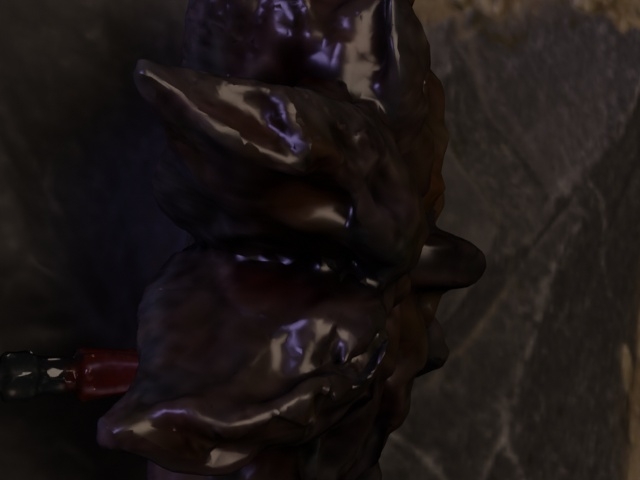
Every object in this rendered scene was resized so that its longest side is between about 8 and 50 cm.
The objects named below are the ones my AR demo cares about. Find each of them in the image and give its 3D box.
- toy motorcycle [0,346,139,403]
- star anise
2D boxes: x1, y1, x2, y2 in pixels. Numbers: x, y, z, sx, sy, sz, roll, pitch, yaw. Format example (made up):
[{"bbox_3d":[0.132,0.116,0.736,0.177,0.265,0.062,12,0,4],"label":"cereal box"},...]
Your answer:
[{"bbox_3d":[-0.148,-0.063,0.454,0.221,0.148,0.325,-2,82,-16],"label":"toy motorcycle"},{"bbox_3d":[0.000,0.000,0.504,0.109,0.236,0.223,1,96,6],"label":"star anise"}]
